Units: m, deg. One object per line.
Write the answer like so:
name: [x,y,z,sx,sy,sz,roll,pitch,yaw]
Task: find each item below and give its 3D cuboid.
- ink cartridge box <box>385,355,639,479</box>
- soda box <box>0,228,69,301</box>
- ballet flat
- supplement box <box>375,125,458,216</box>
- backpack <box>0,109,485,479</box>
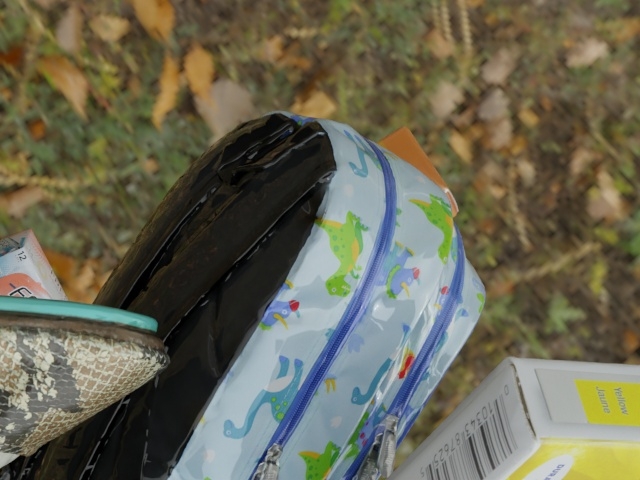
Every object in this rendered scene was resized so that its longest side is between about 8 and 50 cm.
ink cartridge box: [0.177,0.175,1.081,0.307,0.072,0.303,7,143,-25]
soda box: [-0.290,0.083,1.829,0.058,0.063,0.183,-23,108,7]
ballet flat: [-0.330,0.088,1.125,0.164,0.483,0.182,36,68,-70]
supplement box: [0.000,0.000,1.523,0.233,0.078,0.080,-34,162,3]
backpack: [-0.051,0.079,1.270,0.273,0.290,0.355,17,98,-23]
